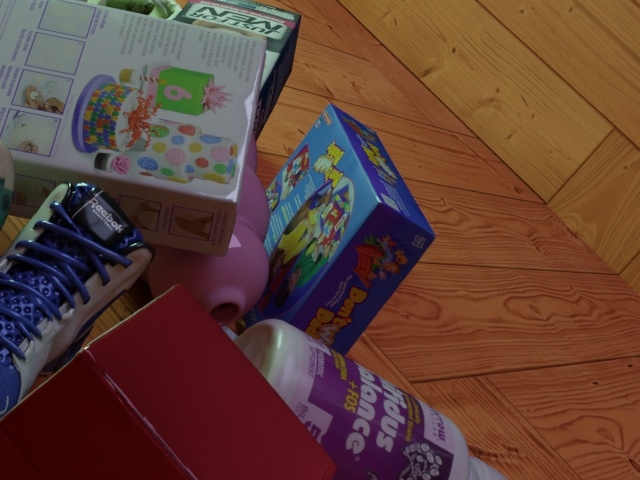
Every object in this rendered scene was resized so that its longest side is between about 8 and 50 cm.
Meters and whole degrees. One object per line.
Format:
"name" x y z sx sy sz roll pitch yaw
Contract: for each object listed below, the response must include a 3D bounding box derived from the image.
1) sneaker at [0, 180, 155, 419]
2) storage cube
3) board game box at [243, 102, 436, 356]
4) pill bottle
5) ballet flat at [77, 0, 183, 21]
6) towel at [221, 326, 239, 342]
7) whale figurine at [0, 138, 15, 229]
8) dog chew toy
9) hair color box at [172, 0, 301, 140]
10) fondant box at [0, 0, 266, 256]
"sneaker" -0.246 0.041 1.116 0.127 0.182 0.315 38 18 0
"storage cube" -0.134 0.176 0.969 0.193 0.184 0.215 50 20 -1
"board game box" 0.000 0.000 1.560 0.078 0.233 0.347 32 15 -20
"pill bottle" 0.035 0.214 1.273 0.302 0.169 0.169 32 20 -21
"ballet flat" -0.344 -0.344 1.912 0.147 0.147 0.409 48 21 25
"towel" -0.096 0.129 1.452 0.152 0.023 0.113 36 18 -10
"whale figurine" -0.363 -0.040 1.079 0.216 0.141 0.272 7 -5 9
"dog chew toy" -0.151 -0.038 1.474 0.207 0.206 0.331 24 31 -40
"hair color box" -0.146 -0.247 1.923 0.174 0.105 0.347 14 31 3
"fondant box" -0.234 -0.128 1.345 0.331 0.096 0.238 11 50 -4
